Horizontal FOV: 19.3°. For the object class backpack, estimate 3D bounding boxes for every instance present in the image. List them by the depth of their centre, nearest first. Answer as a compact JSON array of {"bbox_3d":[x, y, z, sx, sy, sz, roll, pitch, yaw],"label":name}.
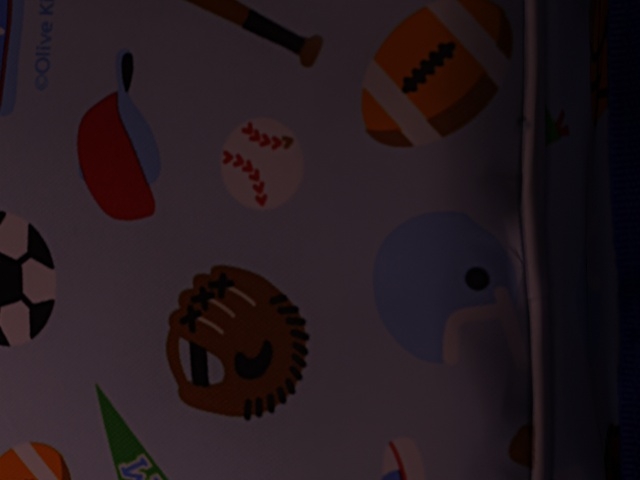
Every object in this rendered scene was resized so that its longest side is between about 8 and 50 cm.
[{"bbox_3d":[0.000,0.000,0.449,0.263,0.277,0.213,-1,176,39],"label":"backpack"}]
